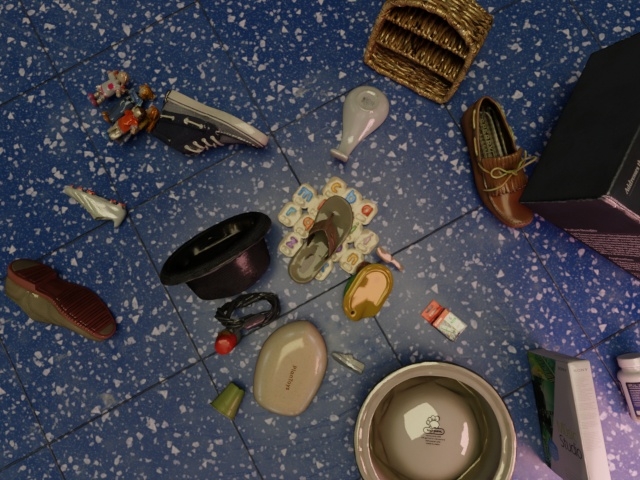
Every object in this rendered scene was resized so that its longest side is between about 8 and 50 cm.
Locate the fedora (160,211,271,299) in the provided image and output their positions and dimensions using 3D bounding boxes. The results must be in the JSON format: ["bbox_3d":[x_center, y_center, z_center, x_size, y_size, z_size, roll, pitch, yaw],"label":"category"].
[{"bbox_3d":[-0.261,0.062,1.260,0.334,0.334,0.152,-29,114,-1],"label":"fedora"}]

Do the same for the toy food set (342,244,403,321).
[{"bbox_3d":[0.134,0.124,1.310,0.128,0.071,0.217,32,91,-26],"label":"toy food set"}]

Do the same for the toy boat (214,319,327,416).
[{"bbox_3d":[-0.140,0.320,1.270,0.319,0.148,0.267,23,90,-3],"label":"toy boat"}]

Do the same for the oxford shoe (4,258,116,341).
[{"bbox_3d":[-0.751,0.194,1.325,0.348,0.123,0.130,35,112,4],"label":"oxford shoe"}]

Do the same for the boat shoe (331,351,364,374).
[{"bbox_3d":[0.080,0.341,1.304,0.100,0.035,0.035,29,58,9],"label":"boat shoe"}]

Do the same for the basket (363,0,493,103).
[{"bbox_3d":[0.301,-0.573,1.302,0.299,0.213,0.223,32,85,5],"label":"basket"}]

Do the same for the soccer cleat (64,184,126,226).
[{"bbox_3d":[-0.675,-0.104,1.362,0.197,0.068,0.076,22,88,1],"label":"soccer cleat"}]

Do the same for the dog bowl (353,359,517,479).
[{"bbox_3d":[0.289,0.516,1.217,0.409,0.150,0.407,0,84,3],"label":"dog bowl"}]

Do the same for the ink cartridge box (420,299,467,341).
[{"bbox_3d":[0.350,0.228,1.305,0.115,0.029,0.062,40,87,5],"label":"ink cartridge box"}]

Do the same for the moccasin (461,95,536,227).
[{"bbox_3d":[0.510,-0.221,1.289,0.139,0.147,0.379,-10,84,1],"label":"moccasin"}]

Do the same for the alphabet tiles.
[{"bbox_3d":[0.022,-0.036,1.350,0.284,0.021,0.277,37,89,6],"label":"alphabet tiles"}]

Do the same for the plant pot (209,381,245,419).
[{"bbox_3d":[-0.253,0.444,1.285,0.083,0.083,0.079,31,74,5],"label":"plant pot"}]

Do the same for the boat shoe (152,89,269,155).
[{"bbox_3d":[-0.328,-0.306,1.352,0.341,0.127,0.158,25,92,12],"label":"boat shoe"}]

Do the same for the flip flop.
[{"bbox_3d":[0.000,0.000,1.297,0.112,0.080,0.277,35,89,5],"label":"flip flop"}]

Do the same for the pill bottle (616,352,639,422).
[{"bbox_3d":[0.864,0.394,1.236,0.094,0.094,0.169,-14,84,0],"label":"pill bottle"}]

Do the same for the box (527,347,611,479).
[{"bbox_3d":[0.626,0.452,1.170,0.059,0.232,0.321,-6,83,0],"label":"box"}]

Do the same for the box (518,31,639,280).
[{"bbox_3d":[0.857,-0.191,1.144,0.472,0.297,0.479,29,85,-14],"label":"box"}]

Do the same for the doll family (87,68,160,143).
[{"bbox_3d":[-0.572,-0.395,1.380,0.163,0.118,0.262,-33,66,4],"label":"doll family"}]

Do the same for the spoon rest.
[{"bbox_3d":[0.107,-0.346,1.363,0.137,0.084,0.276,27,72,3],"label":"spoon rest"}]

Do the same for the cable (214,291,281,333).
[{"bbox_3d":[-0.199,0.196,1.280,0.185,0.151,0.047,-25,119,-35],"label":"cable"}]
